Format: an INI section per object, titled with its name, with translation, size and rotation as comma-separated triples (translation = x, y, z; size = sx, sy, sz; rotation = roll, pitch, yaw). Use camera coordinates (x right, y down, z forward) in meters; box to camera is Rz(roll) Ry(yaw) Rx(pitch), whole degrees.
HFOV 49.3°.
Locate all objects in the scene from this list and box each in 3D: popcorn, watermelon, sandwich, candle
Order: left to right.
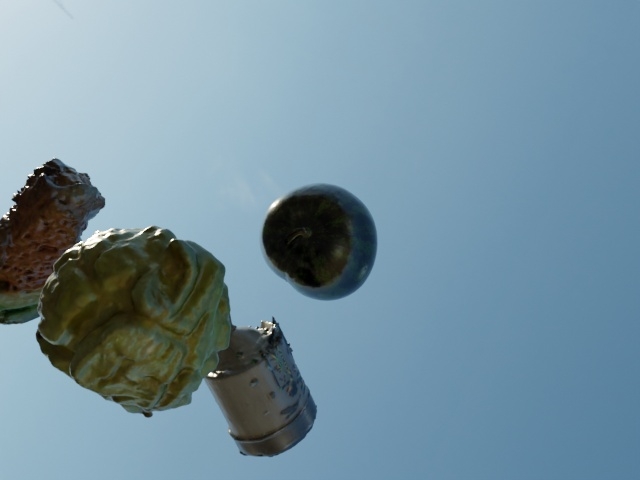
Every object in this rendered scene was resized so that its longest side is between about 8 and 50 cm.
[sandwich]
translation = -0.406, 0.012, 1.044
size = 0.162, 0.250, 0.301
rotation = 48, -51, 3
[popcorn]
translation = -0.179, 0.072, 0.688
size = 0.185, 0.187, 0.167
rotation = 28, -103, 23
[candle]
translation = -0.139, 0.257, 1.383
size = 0.187, 0.187, 0.330
rotation = -9, -68, 35
[watermelon]
translation = 0.001, 0.001, 1.538
size = 0.269, 0.269, 0.269
rotation = -1, -92, 36
